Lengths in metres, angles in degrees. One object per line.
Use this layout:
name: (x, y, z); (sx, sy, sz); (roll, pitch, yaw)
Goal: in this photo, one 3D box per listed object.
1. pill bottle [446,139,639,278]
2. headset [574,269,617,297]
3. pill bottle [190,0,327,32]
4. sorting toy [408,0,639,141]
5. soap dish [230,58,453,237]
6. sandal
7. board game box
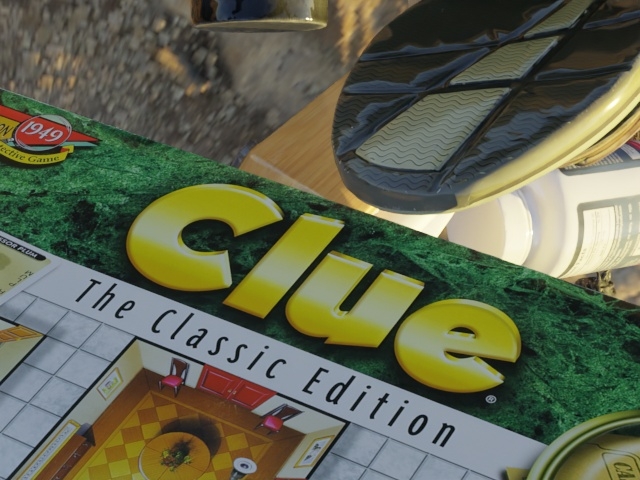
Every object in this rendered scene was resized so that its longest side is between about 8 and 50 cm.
pill bottle: (0.199, -0.023, 1.381); (0.180, 0.108, 0.108); (-8, 85, -30)
headset: (0.425, -0.021, 1.575); (0.394, 0.185, 0.243); (-23, 86, 20)
pill bottle: (-0.043, -0.254, 1.125); (0.123, 0.123, 0.219); (-2, 92, -12)
sorting toy: (0.204, -0.221, 1.457); (0.089, 0.255, 0.257); (-39, 134, -40)
soap dish: (0.000, 0.000, 1.121); (0.118, 0.291, 0.229); (36, 121, 5)
sandal: (0.120, -0.082, 0.767); (0.303, 0.120, 0.086); (-39, 133, -43)
board game box: (-0.016, 0.043, 0.361); (0.259, 0.030, 0.136); (19, 44, 24)
